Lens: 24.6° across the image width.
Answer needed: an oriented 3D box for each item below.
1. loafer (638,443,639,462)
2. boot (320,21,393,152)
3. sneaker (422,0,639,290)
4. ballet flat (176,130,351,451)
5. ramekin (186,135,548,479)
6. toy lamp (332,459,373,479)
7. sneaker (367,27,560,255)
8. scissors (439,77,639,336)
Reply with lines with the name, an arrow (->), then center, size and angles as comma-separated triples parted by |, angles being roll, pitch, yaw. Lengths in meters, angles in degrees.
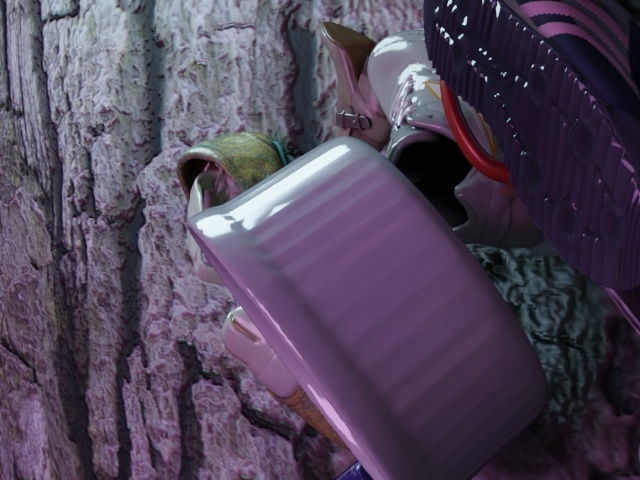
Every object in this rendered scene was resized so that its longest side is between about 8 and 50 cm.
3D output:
loafer -> 0.251, 0.123, 0.905 | 0.125, 0.039, 0.045 | -28, 35, 55
boot -> 0.027, -0.129, 1.267 | 0.118, 0.042, 0.087 | 47, 133, 49
sneaker -> 0.170, -0.092, 0.892 | 0.319, 0.131, 0.112 | -113, 25, -47
ballet flat -> -0.051, 0.046, 1.342 | 0.123, 0.123, 0.349 | -57, 45, 45
ramekin -> 0.039, 0.059, 1.051 | 0.277, 0.135, 0.277 | 53, 174, 7
toy lamp -> 0.009, 0.286, 1.298 | 0.080, 0.080, 0.275 | 64, 144, 34
sneaker -> 0.087, -0.084, 1.084 | 0.262, 0.121, 0.099 | 51, 133, 46
scissors -> 0.165, -0.005, 0.976 | 0.021, 0.109, 0.297 | 111, 145, -65
